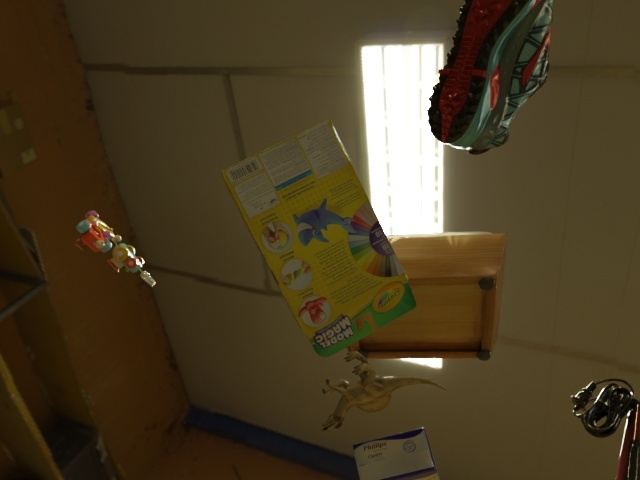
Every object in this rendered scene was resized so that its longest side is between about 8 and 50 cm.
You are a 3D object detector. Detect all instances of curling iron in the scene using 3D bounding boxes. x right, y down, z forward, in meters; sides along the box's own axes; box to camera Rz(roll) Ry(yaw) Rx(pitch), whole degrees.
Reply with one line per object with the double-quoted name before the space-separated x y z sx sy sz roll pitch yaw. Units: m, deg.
"curling iron" 0.256 0.241 0.488 0.068 0.274 0.035 0 -49 29

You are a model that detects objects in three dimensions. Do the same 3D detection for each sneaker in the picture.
"sneaker" 0.228 -0.234 0.673 0.104 0.125 0.262 41 -67 49

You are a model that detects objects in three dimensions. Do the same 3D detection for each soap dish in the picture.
"soap dish" 0.168 0.102 0.939 0.291 0.118 0.229 -2 -55 8

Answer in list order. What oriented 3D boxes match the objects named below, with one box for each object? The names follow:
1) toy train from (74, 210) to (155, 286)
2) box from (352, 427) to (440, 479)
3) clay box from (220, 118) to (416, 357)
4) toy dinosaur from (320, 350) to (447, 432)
"toy train" -0.340 0.019 0.871 0.125 0.046 0.166 47 -7 46
"box" 0.133 0.390 0.927 0.126 0.072 0.137 -16 -43 6
"clay box" 0.000 0.000 0.585 0.127 0.053 0.222 -27 -84 -9
"toy dinosaur" 0.069 0.196 0.738 0.183 0.053 0.092 -29 -69 17
